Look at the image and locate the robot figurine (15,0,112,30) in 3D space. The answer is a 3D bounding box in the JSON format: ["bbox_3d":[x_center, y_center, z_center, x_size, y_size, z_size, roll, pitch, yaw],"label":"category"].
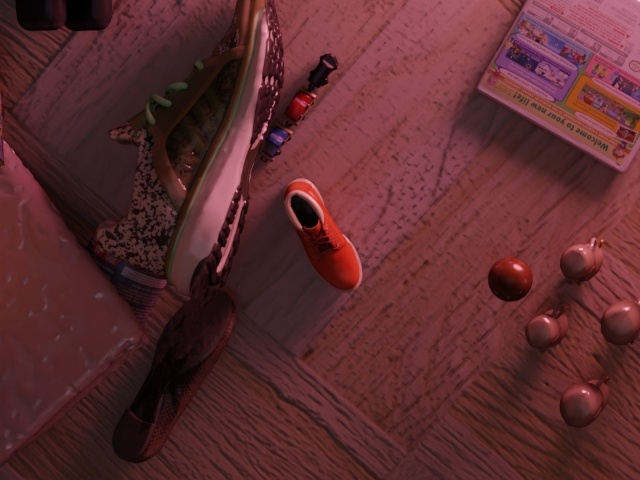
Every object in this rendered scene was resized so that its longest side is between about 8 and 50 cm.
[{"bbox_3d":[-0.306,-0.386,1.646,0.174,0.209,0.278,2,99,19],"label":"robot figurine"}]

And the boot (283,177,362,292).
[{"bbox_3d":[0.000,0.000,1.727,0.059,0.084,0.158,-31,97,4],"label":"boot"}]

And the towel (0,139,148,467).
[{"bbox_3d":[-0.409,0.094,1.694,0.317,0.053,0.332,-43,71,8],"label":"towel"}]

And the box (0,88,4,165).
[{"bbox_3d":[-0.421,-0.171,1.700,0.059,0.054,0.169,-9,68,3],"label":"box"}]

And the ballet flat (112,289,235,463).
[{"bbox_3d":[-0.179,0.174,1.775,0.084,0.058,0.250,31,93,34],"label":"ballet flat"}]

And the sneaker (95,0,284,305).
[{"bbox_3d":[-0.157,-0.139,1.648,0.182,0.158,0.410,14,78,5],"label":"sneaker"}]

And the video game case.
[{"bbox_3d":[0.328,-0.216,1.714,0.212,0.023,0.193,30,98,-3],"label":"video game case"}]

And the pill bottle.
[{"bbox_3d":[-0.264,0.077,1.734,0.108,0.108,0.180,28,97,-1],"label":"pill bottle"}]

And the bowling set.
[{"bbox_3d":[0.315,0.066,1.711,0.200,0.154,0.287,33,100,16],"label":"bowling set"}]

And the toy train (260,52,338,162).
[{"bbox_3d":[-0.028,-0.162,1.729,0.027,0.036,0.158,34,98,-2],"label":"toy train"}]
